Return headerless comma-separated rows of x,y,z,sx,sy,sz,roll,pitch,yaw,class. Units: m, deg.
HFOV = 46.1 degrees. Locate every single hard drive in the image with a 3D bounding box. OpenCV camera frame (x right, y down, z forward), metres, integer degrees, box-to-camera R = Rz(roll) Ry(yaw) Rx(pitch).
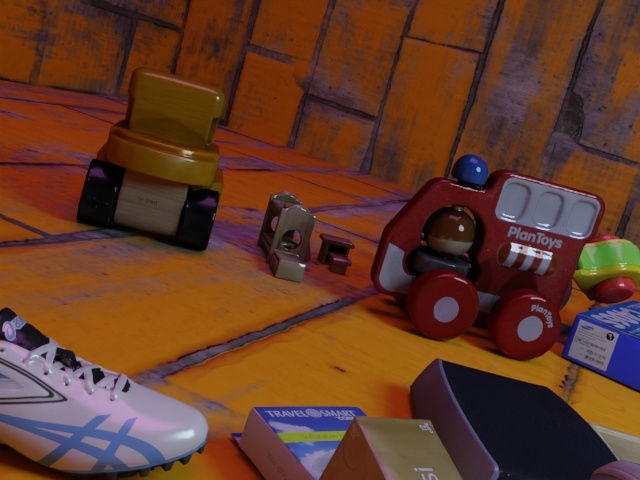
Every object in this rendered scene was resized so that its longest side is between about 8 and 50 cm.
0.181,0.186,0.694,0.171,0.054,0.255,15,11,-6,hard drive

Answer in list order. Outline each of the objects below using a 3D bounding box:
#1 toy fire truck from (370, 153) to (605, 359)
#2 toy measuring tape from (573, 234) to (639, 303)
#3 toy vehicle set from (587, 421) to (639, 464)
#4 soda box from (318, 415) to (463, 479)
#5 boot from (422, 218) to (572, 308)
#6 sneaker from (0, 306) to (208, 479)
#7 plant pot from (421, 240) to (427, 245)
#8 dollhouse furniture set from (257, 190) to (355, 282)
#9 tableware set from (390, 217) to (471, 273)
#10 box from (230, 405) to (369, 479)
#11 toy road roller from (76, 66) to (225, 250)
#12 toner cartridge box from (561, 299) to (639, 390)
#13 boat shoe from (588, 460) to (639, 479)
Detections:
0.236,0.013,1.091,0.302,0.254,0.169,15,11,-11,toy fire truck
0.473,0.024,1.267,0.121,0.121,0.330,26,-8,40,toy measuring tape
0.394,0.257,0.705,0.266,0.035,0.166,17,11,1,toy vehicle set
0.061,0.181,0.405,0.058,0.061,0.181,9,30,-29,soda box
0.435,0.050,1.543,0.445,0.146,0.367,11,14,-47,boot
-0.189,0.099,0.511,0.237,0.086,0.085,16,10,-8,sneaker
0.168,0.054,1.259,0.083,0.081,0.081,-7,23,-32,plant pot
0.000,0.000,1.206,0.160,0.101,0.182,13,12,-17,dollhouse furniture set
0.217,0.028,1.342,0.194,0.039,0.128,29,-28,42,tableware set
0.018,0.173,0.555,0.109,0.043,0.178,9,14,-34,box
-0.242,-0.142,1.187,0.202,0.241,0.329,14,12,-12,toy road roller
0.534,0.170,1.227,0.165,0.075,0.347,25,14,33,toner cartridge box
0.174,0.222,0.369,0.103,0.118,0.320,-19,16,7,boat shoe
